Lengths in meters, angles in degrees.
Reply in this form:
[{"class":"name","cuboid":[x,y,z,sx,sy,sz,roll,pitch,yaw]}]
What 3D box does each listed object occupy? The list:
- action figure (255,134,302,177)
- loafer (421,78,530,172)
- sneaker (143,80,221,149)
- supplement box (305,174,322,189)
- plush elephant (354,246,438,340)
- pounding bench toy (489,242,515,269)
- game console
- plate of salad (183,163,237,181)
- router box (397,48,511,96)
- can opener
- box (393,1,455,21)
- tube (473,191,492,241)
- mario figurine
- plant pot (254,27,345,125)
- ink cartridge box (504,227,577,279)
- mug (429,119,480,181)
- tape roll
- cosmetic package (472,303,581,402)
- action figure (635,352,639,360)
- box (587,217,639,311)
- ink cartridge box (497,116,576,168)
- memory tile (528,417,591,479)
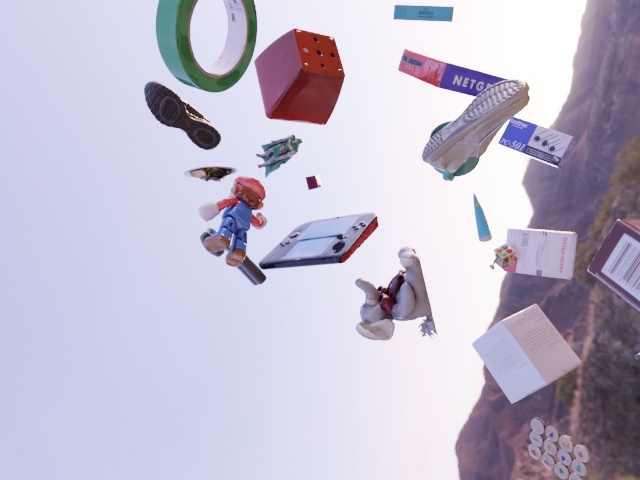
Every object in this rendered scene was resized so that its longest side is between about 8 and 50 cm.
[{"class":"action figure","cuboid":[-0.153,-0.341,1.805,0.063,0.232,0.137,-4,-102,-49]},{"class":"loafer","cuboid":[0.344,-0.242,1.034,0.092,0.268,0.102,35,-134,-21]},{"class":"sneaker","cuboid":[-0.457,-0.415,1.564,0.109,0.130,0.286,-40,-54,11]},{"class":"supplement box","cuboid":[-0.026,-0.235,1.911,0.083,0.043,0.055,-39,-63,-74]},{"class":"plush elephant","cuboid":[0.233,0.199,1.603,0.272,0.255,0.330,-59,-46,-77]},{"class":"pounding bench toy","cuboid":[0.612,0.059,1.611,0.083,0.052,0.065,-28,-47,-8]},{"class":"game console","cuboid":[0.000,0.000,1.758,0.342,0.386,0.060,-40,-64,-49]},{"class":"plate of salad","cuboid":[-0.406,-0.245,1.763,0.199,0.199,0.048,-2,-96,-61]},{"class":"router box","cuboid":[0.488,-0.577,1.673,0.335,0.301,0.082,5,-63,-22]},{"class":"can opener","cuboid":[-0.311,0.063,1.682,0.280,0.074,0.093,45,-117,-18]},{"class":"box","cuboid":[0.433,-0.954,1.979,0.101,0.244,0.060,-61,-24,-53]},{"class":"tube","cuboid":[0.656,-0.095,1.945,0.080,0.052,0.207,43,-143,-55]},{"class":"mario figurine","cuboid":[-0.272,-0.069,1.504,0.198,0.169,0.321,83,-165,-49]},{"class":"plant pot","cuboid":[-0.057,-0.611,1.741,0.267,0.235,0.268,-2,-110,-33]},{"class":"ink cartridge box","cuboid":[0.766,0.042,1.654,0.092,0.217,0.159,-1,-84,-57]},{"class":"mug","cuboid":[0.330,-0.217,1.199,0.157,0.129,0.097,-38,-33,-14]},{"class":"tape roll","cuboid":[-0.299,-0.575,1.294,0.321,0.077,0.322,-45,-34,-41]},{"class":"cosmetic package","cuboid":[0.538,0.297,1.252,0.151,0.184,0.151,-15,-29,-29]},{"class":"action figure","cuboid":[0.833,0.233,1.103,0.330,0.341,0.178,29,-65,-38]},{"class":"box","cuboid":[0.777,0.051,0.983,0.380,0.191,0.143,-4,-54,-23]},{"class":"ink cartridge box","cuboid":[0.678,-0.311,1.493,0.046,0.207,0.097,5,-66,-49]},{"class":"memory tile","cuboid":[0.554,0.496,1.109,0.012,0.148,0.113,-8,-72,-28]}]
